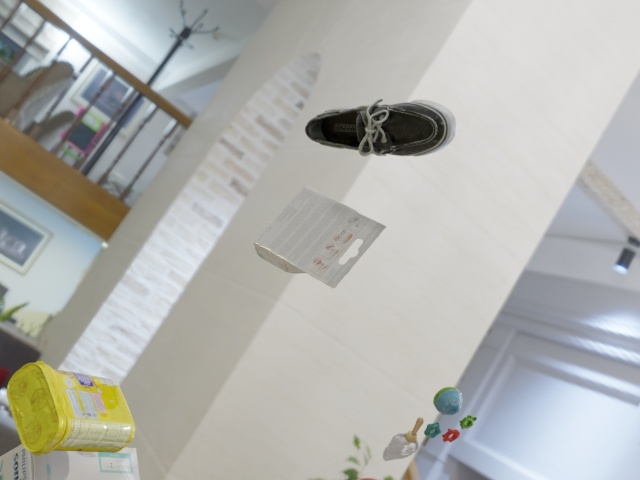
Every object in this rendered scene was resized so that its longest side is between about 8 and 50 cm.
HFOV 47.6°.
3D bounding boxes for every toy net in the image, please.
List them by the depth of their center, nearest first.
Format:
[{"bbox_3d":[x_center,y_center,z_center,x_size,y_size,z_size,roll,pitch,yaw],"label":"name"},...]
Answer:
[{"bbox_3d":[0.245,0.442,1.690,0.122,0.232,0.045,55,1,-32],"label":"toy net"}]

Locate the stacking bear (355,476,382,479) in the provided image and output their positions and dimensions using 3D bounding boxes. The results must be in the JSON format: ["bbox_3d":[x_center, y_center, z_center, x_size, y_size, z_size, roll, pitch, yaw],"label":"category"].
[{"bbox_3d":[0.061,0.429,0.982,0.289,0.175,0.164,-58,130,-77],"label":"stacking bear"}]

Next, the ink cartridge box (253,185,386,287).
[{"bbox_3d":[0.000,0.000,1.498,0.224,0.181,0.056,29,-24,29],"label":"ink cartridge box"}]

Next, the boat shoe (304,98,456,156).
[{"bbox_3d":[0.108,-0.219,1.408,0.306,0.113,0.105,13,21,34],"label":"boat shoe"}]

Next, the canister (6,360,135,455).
[{"bbox_3d":[-0.362,0.252,1.071,0.126,0.073,0.170,58,11,28],"label":"canister"}]

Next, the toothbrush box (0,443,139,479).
[{"bbox_3d":[-0.472,0.442,1.191,0.216,0.295,0.126,26,41,-50],"label":"toothbrush box"}]
